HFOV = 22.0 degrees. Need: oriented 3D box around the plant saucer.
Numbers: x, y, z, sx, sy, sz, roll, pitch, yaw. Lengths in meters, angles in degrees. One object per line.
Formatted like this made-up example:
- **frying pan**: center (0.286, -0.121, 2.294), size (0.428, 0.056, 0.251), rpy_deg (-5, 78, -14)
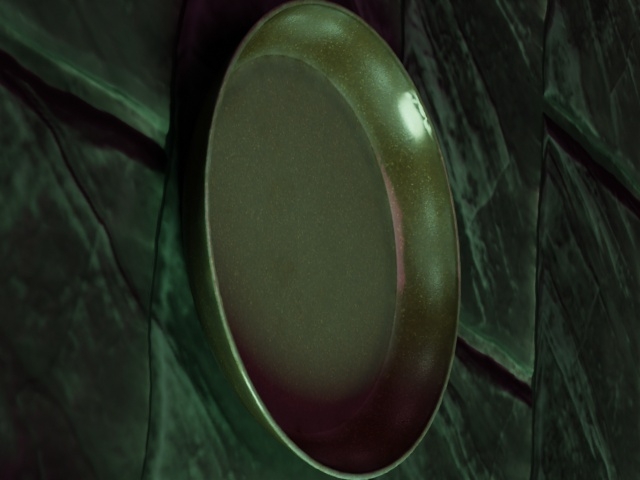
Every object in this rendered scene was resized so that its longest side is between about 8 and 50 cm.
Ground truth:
- **plant saucer**: center (0.000, 0.000, 1.072), size (0.310, 0.050, 0.310), rpy_deg (20, 67, -56)
